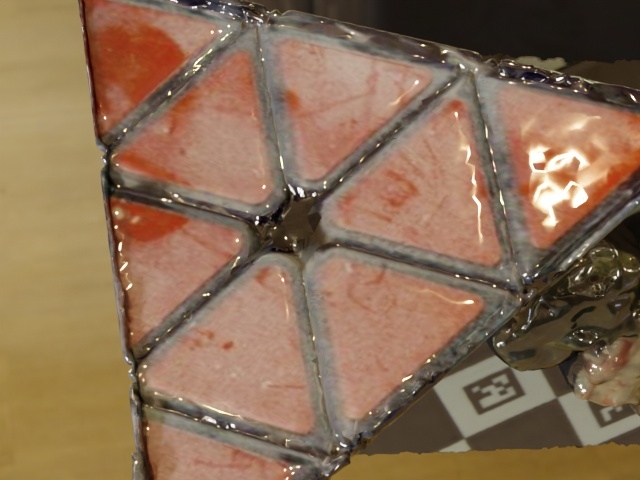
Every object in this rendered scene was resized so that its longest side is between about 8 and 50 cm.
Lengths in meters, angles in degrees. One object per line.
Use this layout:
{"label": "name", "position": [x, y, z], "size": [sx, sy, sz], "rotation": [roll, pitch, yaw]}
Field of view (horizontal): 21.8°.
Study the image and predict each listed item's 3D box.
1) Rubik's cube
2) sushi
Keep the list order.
{"label": "Rubik's cube", "position": [0.000, 0.000, 0.580], "size": [0.211, 0.178, 0.190], "rotation": [-36, 68, -5]}
{"label": "sushi", "position": [0.146, 0.030, 0.712], "size": [0.219, 0.231, 0.047], "rotation": [0, 42, -16]}
